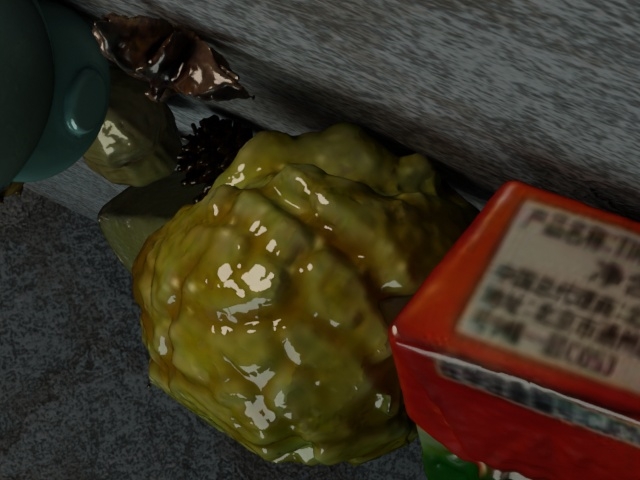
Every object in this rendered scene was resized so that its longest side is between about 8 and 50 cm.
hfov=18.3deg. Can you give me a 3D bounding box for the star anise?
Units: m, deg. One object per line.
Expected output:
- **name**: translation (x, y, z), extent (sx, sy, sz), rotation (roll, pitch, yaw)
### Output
- **star anise**: translation (-0.105, -0.122, 1.408), extent (0.124, 0.056, 0.129), rotation (23, 174, -2)

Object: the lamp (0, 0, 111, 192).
- **lamp**: translation (-0.273, -0.115, 1.466), extent (0.147, 0.209, 0.284), rotation (18, -170, 27)

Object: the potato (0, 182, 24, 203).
- **potato**: translation (-0.423, -0.145, 2.064), extent (0.300, 0.140, 0.173), rotation (32, 178, -22)

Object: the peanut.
- **peanut**: translation (-0.171, -0.096, 1.718), extent (0.099, 0.090, 0.214), rotation (63, 179, 7)

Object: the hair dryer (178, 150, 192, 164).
- **hair dryer**: translation (-0.256, -0.128, 1.899), extent (0.344, 0.107, 0.189), rotation (17, 176, -28)

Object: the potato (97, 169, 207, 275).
- **potato**: translation (-0.088, -0.004, 1.960), extent (0.255, 0.112, 0.269), rotation (24, 141, 20)

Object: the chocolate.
- **chocolate**: translation (0.251, 0.133, 1.381), extent (0.360, 0.161, 0.341), rotation (18, 157, 18)

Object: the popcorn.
- **popcorn**: translation (-0.004, 0.041, 1.483), extent (0.247, 0.282, 0.282), rotation (37, 177, 14)

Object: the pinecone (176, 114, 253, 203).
- **pinecone**: translation (-0.073, -0.057, 1.716), extent (0.109, 0.102, 0.102), rotation (39, 168, -27)
